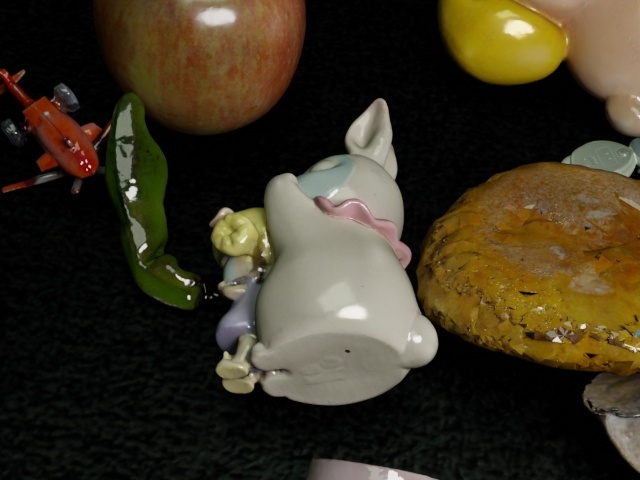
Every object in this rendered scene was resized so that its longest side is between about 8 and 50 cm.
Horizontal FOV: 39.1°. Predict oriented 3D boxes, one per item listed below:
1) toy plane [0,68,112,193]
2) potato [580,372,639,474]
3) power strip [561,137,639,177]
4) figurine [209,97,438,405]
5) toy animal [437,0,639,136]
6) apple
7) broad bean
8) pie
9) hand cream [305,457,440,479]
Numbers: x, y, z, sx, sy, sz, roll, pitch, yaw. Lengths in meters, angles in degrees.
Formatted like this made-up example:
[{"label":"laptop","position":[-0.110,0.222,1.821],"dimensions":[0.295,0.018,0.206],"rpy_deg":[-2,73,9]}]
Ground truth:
[{"label":"toy plane","position":[-0.240,-0.113,0.801],"dimensions":[0.126,0.077,0.194],"rpy_deg":[-22,53,-2]},{"label":"potato","position":[0.316,0.127,0.626],"dimensions":[0.261,0.100,0.120],"rpy_deg":[-9,10,9]},{"label":"power strip","position":[0.261,-0.066,0.810],"dimensions":[0.083,0.035,0.055],"rpy_deg":[-16,51,2]},{"label":"figurine","position":[0.000,0.000,0.685],"dimensions":[0.155,0.127,0.236],"rpy_deg":[-16,47,17]},{"label":"toy animal","position":[0.252,-0.271,0.835],"dimensions":[0.277,0.247,0.345],"rpy_deg":[-24,55,-18]},{"label":"apple","position":[-0.106,-0.190,0.801],"dimensions":[0.188,0.174,0.188],"rpy_deg":[5,50,-6]},{"label":"broad bean","position":[-0.141,-0.025,0.730],"dimensions":[0.061,0.046,0.195],"rpy_deg":[-22,76,-11]},{"label":"pie","position":[0.205,0.019,0.686],"dimensions":[0.273,0.069,0.273],"rpy_deg":[0,34,0]},{"label":"hand cream","position":[0.008,0.249,0.494],"dimensions":[0.133,0.083,0.248],"rpy_deg":[6,70,7]}]
